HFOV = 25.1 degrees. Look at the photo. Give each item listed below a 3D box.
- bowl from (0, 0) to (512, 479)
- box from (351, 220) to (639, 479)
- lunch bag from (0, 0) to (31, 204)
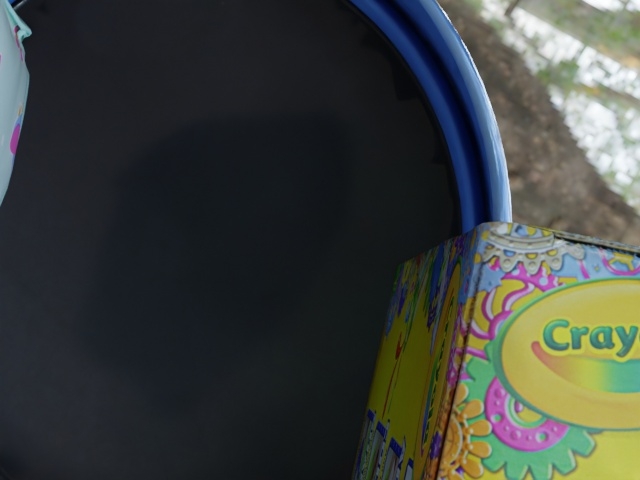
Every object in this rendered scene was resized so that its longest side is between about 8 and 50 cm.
[{"bbox_3d":[-0.092,0.002,0.745,0.391,0.391,0.077,-61,165,6],"label":"bowl"},{"bbox_3d":[0.156,0.113,0.460,0.279,0.290,0.177,99,4,-87],"label":"box"},{"bbox_3d":[-0.210,-0.022,0.527,0.262,0.160,0.223,-57,173,-14],"label":"lunch bag"}]
